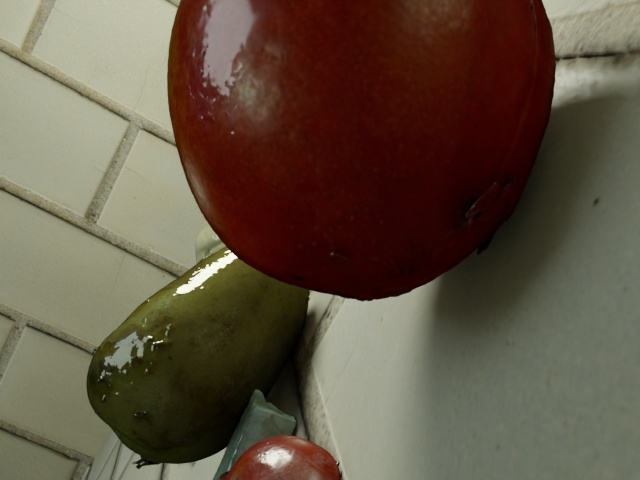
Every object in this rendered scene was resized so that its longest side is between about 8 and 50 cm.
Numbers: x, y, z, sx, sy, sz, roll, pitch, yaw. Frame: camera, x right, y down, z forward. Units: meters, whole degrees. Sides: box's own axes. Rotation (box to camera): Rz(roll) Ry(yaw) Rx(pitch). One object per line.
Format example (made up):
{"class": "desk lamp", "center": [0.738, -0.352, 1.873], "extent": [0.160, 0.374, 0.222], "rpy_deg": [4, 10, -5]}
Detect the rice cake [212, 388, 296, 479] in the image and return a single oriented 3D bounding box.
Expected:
{"class": "rice cake", "center": [-0.094, 0.294, 0.809], "extent": [0.207, 0.069, 0.063], "rpy_deg": [-64, 11, -17]}

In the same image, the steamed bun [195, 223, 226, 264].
{"class": "steamed bun", "center": [-0.119, 0.029, 1.268], "extent": [0.225, 0.170, 0.200], "rpy_deg": [-25, 69, 43]}

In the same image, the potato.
{"class": "potato", "center": [-0.156, 0.156, 0.946], "extent": [0.359, 0.219, 0.270], "rpy_deg": [-44, -21, -37]}

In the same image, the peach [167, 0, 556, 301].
{"class": "peach", "center": [0.041, -0.124, 0.591], "extent": [0.370, 0.370, 0.370], "rpy_deg": [-56, 15, 23]}

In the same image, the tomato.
{"class": "tomato", "center": [-0.073, 0.296, 0.660], "extent": [0.228, 0.101, 0.228], "rpy_deg": [-58, 16, 28]}
